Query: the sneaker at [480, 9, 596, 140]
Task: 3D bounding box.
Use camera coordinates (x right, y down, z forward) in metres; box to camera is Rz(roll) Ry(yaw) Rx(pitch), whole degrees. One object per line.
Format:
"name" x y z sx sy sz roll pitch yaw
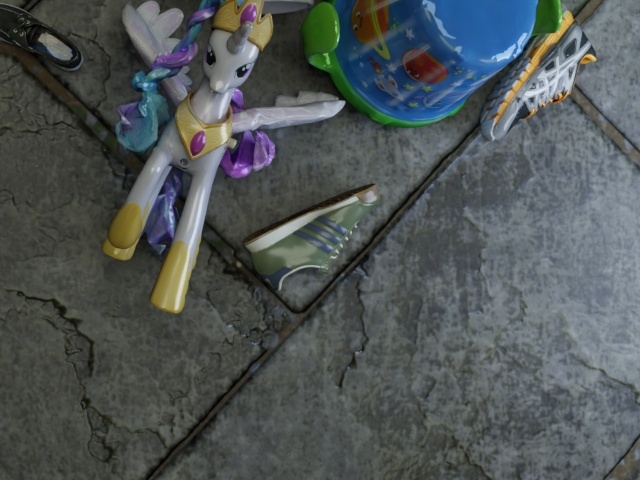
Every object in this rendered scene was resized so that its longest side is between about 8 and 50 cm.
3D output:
"sneaker" 0.297 -0.212 1.631 0.083 0.084 0.215 41 79 -12

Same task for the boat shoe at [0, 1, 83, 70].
"boat shoe" -0.363 -0.261 1.516 0.142 0.040 0.049 27 82 -9

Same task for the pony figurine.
"pony figurine" -0.136 -0.133 1.435 0.302 0.351 0.363 22 102 -6

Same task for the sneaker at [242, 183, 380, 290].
"sneaker" 0.000 0.000 1.571 0.192 0.064 0.086 -25 100 -12

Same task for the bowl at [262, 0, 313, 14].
"bowl" -0.069 -0.360 1.464 0.289 0.289 0.156 -3 93 -12

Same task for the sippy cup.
"sippy cup" 0.148 -0.275 1.510 0.240 0.224 0.305 48 69 -12
